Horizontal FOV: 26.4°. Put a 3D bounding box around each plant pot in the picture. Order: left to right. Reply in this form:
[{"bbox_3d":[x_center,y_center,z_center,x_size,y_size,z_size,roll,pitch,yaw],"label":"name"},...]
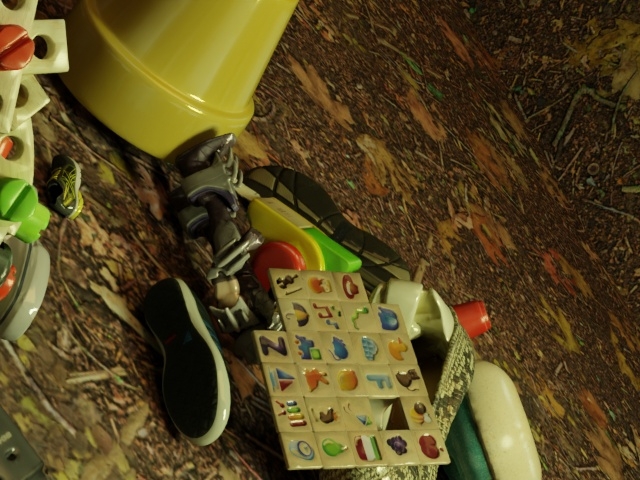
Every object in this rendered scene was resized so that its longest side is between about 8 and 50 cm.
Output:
[{"bbox_3d":[-0.156,-0.254,1.636,0.254,0.239,0.254,34,23,-17],"label":"plant pot"}]

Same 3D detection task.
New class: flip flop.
[{"bbox_3d":[0.000,0.000,1.845,0.277,0.080,0.112,37,38,4],"label":"flip flop"}]

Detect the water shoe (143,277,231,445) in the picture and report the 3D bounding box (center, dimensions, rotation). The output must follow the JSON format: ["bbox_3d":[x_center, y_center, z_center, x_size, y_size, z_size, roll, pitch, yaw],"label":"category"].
[{"bbox_3d":[-0.121,0.125,1.402,0.080,0.073,0.203,38,25,-49],"label":"water shoe"}]

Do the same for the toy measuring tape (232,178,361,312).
[{"bbox_3d":[-0.086,0.000,1.692,0.330,0.121,0.121,35,15,17],"label":"toy measuring tape"}]

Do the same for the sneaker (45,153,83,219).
[{"bbox_3d":[-0.272,-0.061,1.430,0.035,0.031,0.083,29,31,-47],"label":"sneaker"}]

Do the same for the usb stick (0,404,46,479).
[{"bbox_3d":[-0.315,0.092,1.065,0.278,0.045,0.077,54,19,0],"label":"usb stick"}]

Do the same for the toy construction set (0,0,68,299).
[{"bbox_3d":[-0.257,-0.076,0.970,0.151,0.215,0.327,31,-14,-21],"label":"toy construction set"}]

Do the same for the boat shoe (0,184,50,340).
[{"bbox_3d":[-0.298,0.007,1.219,0.076,0.083,0.226,29,18,-28],"label":"boat shoe"}]

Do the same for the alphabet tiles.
[{"bbox_3d":[0.022,0.132,1.440,0.198,0.009,0.237,4,54,-31],"label":"alphabet tiles"}]

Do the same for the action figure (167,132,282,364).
[{"bbox_3d":[-0.096,0.024,1.543,0.185,0.099,0.285,83,-13,-59],"label":"action figure"}]

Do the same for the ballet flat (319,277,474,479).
[{"bbox_3d":[0.091,0.157,1.599,0.483,0.164,0.182,-69,156,-58],"label":"ballet flat"}]

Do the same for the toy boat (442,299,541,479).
[{"bbox_3d":[0.192,0.224,1.843,0.267,0.148,0.318,66,6,-51],"label":"toy boat"}]
